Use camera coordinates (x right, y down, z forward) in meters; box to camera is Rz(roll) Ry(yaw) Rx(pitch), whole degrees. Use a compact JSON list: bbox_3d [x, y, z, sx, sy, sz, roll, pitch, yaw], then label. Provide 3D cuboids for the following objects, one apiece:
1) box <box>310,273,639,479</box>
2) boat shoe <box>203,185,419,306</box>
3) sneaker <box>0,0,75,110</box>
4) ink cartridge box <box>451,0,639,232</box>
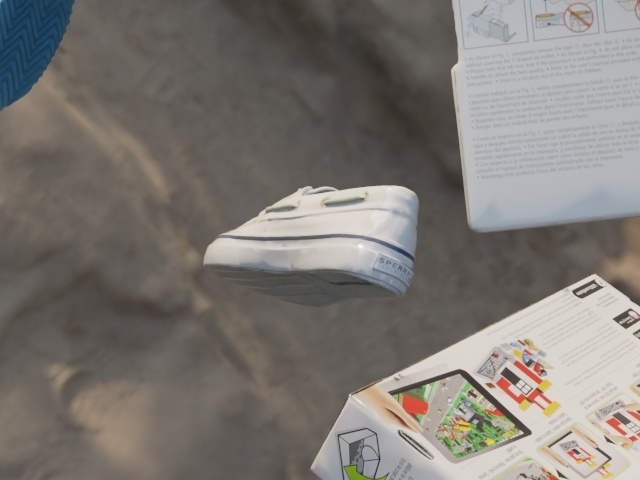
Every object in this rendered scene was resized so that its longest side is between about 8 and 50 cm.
[{"bbox_3d":[0.098,0.078,0.620,0.114,0.036,0.207,38,28,21],"label":"box"},{"bbox_3d":[0.000,0.000,1.166,0.083,0.226,0.075,29,74,-34],"label":"boat shoe"},{"bbox_3d":[-0.204,-0.190,1.006,0.087,0.092,0.228,17,82,-73],"label":"sneaker"},{"bbox_3d":[0.232,-0.136,1.188,0.060,0.275,0.238,3,81,-81],"label":"ink cartridge box"}]
